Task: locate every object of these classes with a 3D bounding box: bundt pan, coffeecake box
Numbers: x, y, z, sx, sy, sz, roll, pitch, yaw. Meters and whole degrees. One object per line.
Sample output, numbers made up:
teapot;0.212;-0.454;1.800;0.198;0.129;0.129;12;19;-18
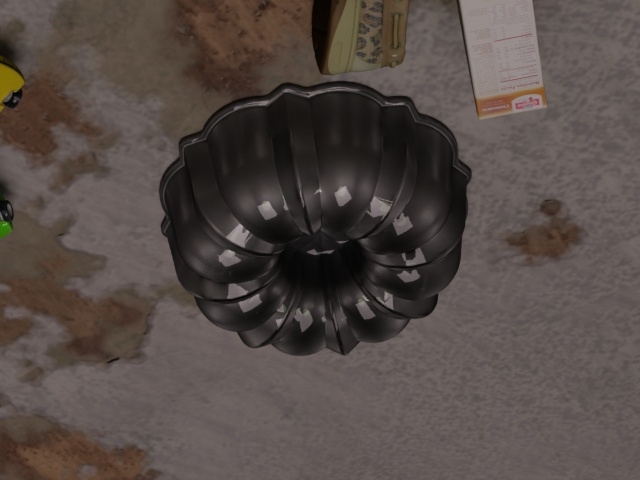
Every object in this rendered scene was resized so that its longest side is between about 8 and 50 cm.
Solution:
bundt pan;0.000;0.000;1.991;0.330;0.124;0.331;-4;136;-4
coffeecake box;0.155;-0.227;1.760;0.068;0.142;0.185;-10;136;4

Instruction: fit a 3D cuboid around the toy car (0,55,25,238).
toy car;-0.370;-0.086;1.912;0.239;0.053;0.225;-15;135;10

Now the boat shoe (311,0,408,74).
boat shoe;0.056;-0.261;1.754;0.089;0.105;0.285;0;146;-13
